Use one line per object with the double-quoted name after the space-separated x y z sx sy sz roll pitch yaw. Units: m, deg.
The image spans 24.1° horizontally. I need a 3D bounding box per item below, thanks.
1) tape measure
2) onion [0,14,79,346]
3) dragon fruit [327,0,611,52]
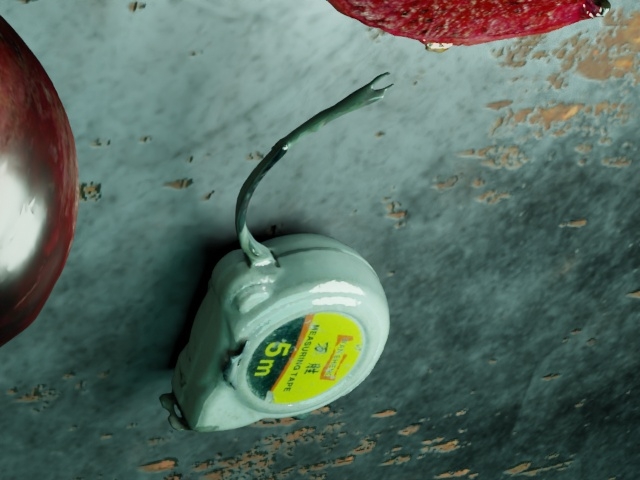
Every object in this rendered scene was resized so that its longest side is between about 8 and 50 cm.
-0.001 -0.001 1.042 0.164 0.084 0.330 -3 132 -35 "tape measure"
-0.268 -0.079 0.659 0.347 0.347 0.285 24 70 -46 "onion"
0.061 -0.213 0.869 0.126 0.161 0.274 -14 162 28 "dragon fruit"
